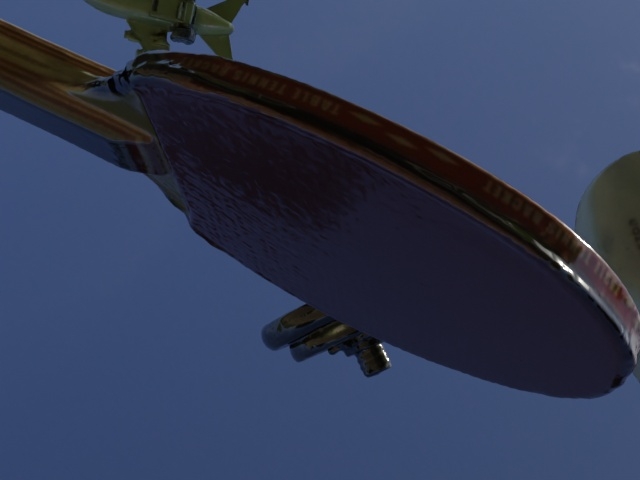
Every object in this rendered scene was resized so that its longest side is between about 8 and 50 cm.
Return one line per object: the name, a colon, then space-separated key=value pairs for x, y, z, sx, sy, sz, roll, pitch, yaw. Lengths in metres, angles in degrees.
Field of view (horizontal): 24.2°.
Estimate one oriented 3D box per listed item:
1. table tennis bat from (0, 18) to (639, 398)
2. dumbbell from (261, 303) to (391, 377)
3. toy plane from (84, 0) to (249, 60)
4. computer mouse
table tennis bat: x=-0.020 y=-0.015 z=0.390 sx=0.220 sy=0.130 sz=0.019 roll=25 pitch=-109 yaw=14
dumbbell: x=0.000 y=0.000 z=1.486 sx=0.192 sy=0.192 sz=0.290 roll=-25 pitch=-95 yaw=-2
toy plane: x=-0.103 y=-0.151 z=0.980 sx=0.111 sy=0.040 sz=0.102 roll=13 pitch=-99 yaw=-24
computer mouse: x=0.257 y=0.046 z=1.022 sx=0.128 sy=0.079 sz=0.231 roll=-30 pitch=-94 yaw=36
